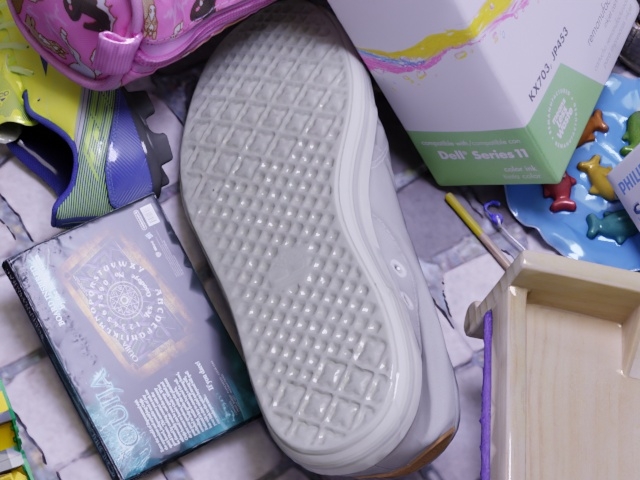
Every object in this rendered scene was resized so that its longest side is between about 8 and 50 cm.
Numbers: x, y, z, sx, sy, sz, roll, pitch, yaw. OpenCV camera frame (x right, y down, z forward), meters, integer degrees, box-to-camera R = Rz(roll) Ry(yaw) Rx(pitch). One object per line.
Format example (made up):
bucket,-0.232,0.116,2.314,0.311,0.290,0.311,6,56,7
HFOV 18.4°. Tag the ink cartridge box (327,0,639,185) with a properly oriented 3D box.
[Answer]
ink cartridge box,0.103,-0.231,1.495,0.119,0.353,0.207,2,51,37

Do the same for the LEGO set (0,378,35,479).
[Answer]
LEGO set,-0.264,0.226,1.203,0.192,0.331,0.255,-18,84,-18

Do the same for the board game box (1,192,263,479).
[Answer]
board game box,-0.135,0.071,1.440,0.126,0.026,0.186,-25,81,-22

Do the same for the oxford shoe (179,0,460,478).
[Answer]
oxford shoe,0.000,0.000,1.483,0.169,0.130,0.449,-30,49,17

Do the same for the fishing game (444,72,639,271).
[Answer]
fishing game,0.236,-0.063,1.591,0.264,0.041,0.189,-29,69,-15

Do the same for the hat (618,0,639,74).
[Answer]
hat,0.334,-0.287,1.703,0.331,0.134,0.331,5,58,-7

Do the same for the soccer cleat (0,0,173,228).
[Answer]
soccer cleat,-0.220,-0.134,1.538,0.121,0.093,0.289,-22,65,-19

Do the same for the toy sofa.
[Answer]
toy sofa,0.171,0.205,1.340,0.150,0.177,0.362,11,58,-12

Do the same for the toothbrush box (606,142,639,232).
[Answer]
toothbrush box,0.369,0.013,1.446,0.126,0.216,0.295,-24,79,-22

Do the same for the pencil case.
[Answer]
pencil case,-0.071,-0.249,1.527,0.167,0.160,0.386,16,35,40
